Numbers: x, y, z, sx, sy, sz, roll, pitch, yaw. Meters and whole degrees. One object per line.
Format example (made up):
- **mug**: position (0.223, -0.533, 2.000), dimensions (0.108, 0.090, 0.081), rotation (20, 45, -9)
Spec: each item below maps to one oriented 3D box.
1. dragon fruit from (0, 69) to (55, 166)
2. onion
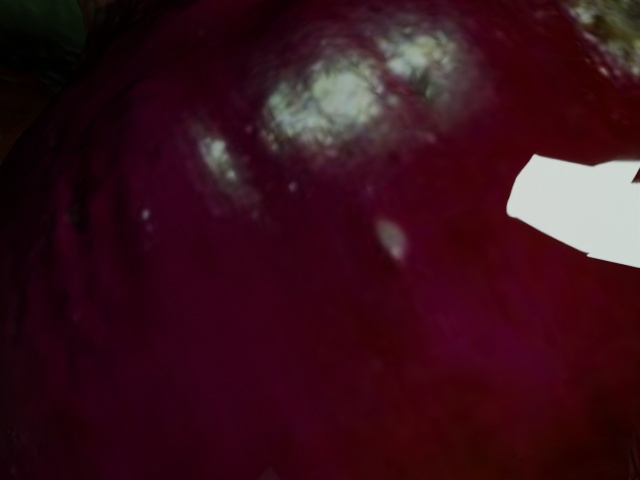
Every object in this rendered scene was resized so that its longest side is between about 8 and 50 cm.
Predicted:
- **dragon fruit**: position (-0.175, 0.011, 0.660), dimensions (0.268, 0.205, 0.210), rotation (-15, 117, -10)
- **onion**: position (0.000, 0.000, 0.525), dimensions (0.348, 0.347, 0.385), rotation (-44, 69, 46)
